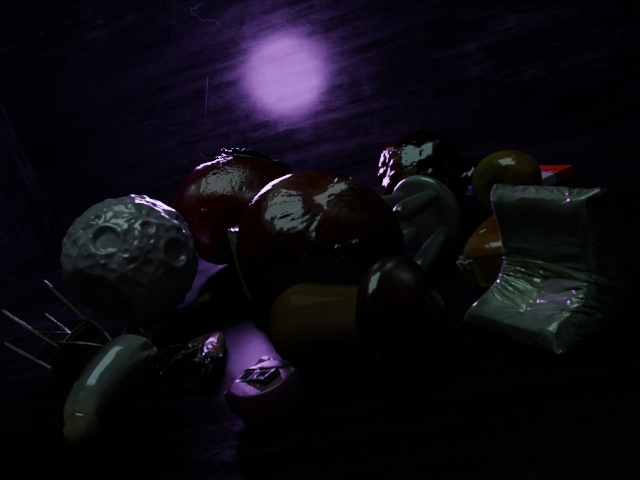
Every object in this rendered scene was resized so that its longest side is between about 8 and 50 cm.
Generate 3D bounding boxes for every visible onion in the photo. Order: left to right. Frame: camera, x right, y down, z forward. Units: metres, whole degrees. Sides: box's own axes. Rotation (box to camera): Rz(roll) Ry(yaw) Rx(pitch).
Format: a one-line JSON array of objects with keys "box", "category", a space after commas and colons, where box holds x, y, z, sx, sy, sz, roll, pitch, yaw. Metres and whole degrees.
[{"box": [0.002, 0.006, 1.187, 0.342, 0.341, 0.341, -16, 15, 4], "category": "onion"}]

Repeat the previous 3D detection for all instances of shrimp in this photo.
[{"box": [-0.268, 0.239, 1.182, 0.152, 0.046, 0.219, -19, 11, -9], "category": "shrimp"}]

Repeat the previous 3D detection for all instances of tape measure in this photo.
[{"box": [-0.090, 0.240, 0.925, 0.125, 0.074, 0.118, -7, 19, 42], "category": "tape measure"}]

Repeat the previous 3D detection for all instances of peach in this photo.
[{"box": [-0.247, -0.099, 1.864, 0.417, 0.353, 0.339, -29, -26, -19], "category": "peach"}]

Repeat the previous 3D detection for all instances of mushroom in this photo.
[{"box": [-0.420, 0.287, 1.107, 0.118, 0.103, 0.270, -21, 24, 22], "category": "mushroom"}]

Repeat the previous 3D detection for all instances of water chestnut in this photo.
[{"box": [0.302, -0.176, 1.626, 0.244, 0.289, 0.289, -43, 0, 31], "category": "water chestnut"}]

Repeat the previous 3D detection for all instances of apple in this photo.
[{"box": [0.492, -0.155, 1.513, 0.183, 0.182, 0.155, -3, 14, 44], "category": "apple"}]

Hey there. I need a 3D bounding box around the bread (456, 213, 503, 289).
[{"box": [0.379, 0.009, 1.173, 0.136, 0.106, 0.241, -10, 16, 37], "category": "bread"}]

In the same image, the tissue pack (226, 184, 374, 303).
[{"box": [-0.029, 0.009, 1.457, 0.370, 0.209, 0.198, -25, 22, -31], "category": "tissue pack"}]

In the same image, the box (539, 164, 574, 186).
[{"box": [0.608, -0.171, 1.701, 0.246, 0.035, 0.139, -23, 16, -19], "category": "box"}]

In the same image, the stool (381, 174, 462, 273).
[{"box": [0.201, -0.030, 1.361, 0.199, 0.195, 0.195, -34, 22, -36], "category": "stool"}]

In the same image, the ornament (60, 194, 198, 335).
[{"box": [-0.481, 0.042, 1.485, 0.338, 0.336, 0.337, -16, 15, 4], "category": "ornament"}]

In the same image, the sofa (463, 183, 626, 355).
[{"box": [0.338, 0.032, 0.906, 0.176, 0.225, 0.210, -20, 17, -24], "category": "sofa"}]

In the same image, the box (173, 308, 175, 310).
[{"box": [-0.463, 0.190, 1.605, 0.117, 0.036, 0.050, -14, 15, 6], "category": "box"}]

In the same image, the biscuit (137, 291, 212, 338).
[{"box": [-0.392, 0.208, 1.484, 0.048, 0.026, 0.292, -25, 6, 46], "category": "biscuit"}]

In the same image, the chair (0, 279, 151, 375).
[{"box": [-0.577, 0.244, 1.352, 0.326, 0.170, 0.160, 28, 38, 10], "category": "chair"}]

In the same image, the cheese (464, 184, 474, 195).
[{"box": [0.363, -0.146, 1.825, 0.271, 0.069, 0.177, -6, 19, 28], "category": "cheese"}]

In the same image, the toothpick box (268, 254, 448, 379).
[{"box": [0.060, 0.131, 0.947, 0.295, 0.192, 0.192, -12, 15, 39], "category": "toothpick box"}]
